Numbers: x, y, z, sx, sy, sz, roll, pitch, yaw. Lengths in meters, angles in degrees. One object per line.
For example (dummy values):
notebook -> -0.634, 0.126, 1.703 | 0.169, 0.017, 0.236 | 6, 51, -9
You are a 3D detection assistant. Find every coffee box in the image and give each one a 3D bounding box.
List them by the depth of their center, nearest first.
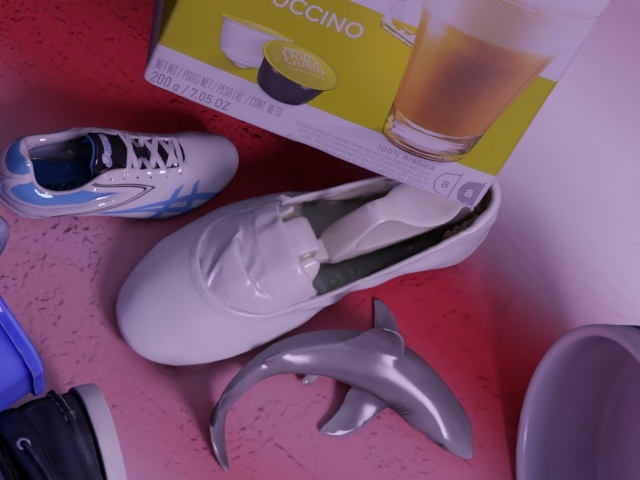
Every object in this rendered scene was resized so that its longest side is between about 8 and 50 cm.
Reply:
coffee box -> 0.063, -0.303, 1.671 | 0.338, 0.334, 0.338 | 20, 38, -14

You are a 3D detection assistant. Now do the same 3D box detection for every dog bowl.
dog bowl -> 0.287, 0.208, 1.654 | 0.104, 0.265, 0.265 | 2, 68, -24

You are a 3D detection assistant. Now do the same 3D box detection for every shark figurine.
shark figurine -> 0.017, 0.113, 1.671 | 0.278, 0.116, 0.166 | 2, 67, -24

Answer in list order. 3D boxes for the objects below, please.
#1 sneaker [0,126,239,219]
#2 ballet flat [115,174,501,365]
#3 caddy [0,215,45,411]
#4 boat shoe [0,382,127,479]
sneaker -> -0.179, -0.066, 1.677 | 0.237, 0.086, 0.085 | -7, 70, -26
ballet flat -> 0.000, 0.000, 1.698 | 0.400, 0.139, 0.139 | -18, 77, -28
caddy -> -0.320, 0.038, 1.443 | 0.179, 0.341, 0.241 | -36, 86, -13
boat shoe -> -0.205, 0.282, 1.498 | 0.113, 0.127, 0.340 | -5, 70, -23
